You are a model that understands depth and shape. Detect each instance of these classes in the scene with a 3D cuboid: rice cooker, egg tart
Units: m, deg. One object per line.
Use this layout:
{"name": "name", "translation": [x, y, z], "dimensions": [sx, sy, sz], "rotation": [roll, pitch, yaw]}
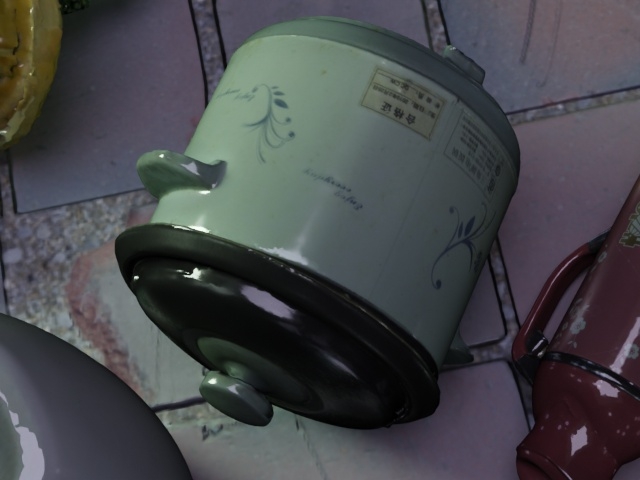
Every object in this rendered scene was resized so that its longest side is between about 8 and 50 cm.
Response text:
{"name": "rice cooker", "translation": [0.000, 0.000, 1.032], "dimensions": [0.317, 0.264, 0.316], "rotation": [3, 85, -35]}
{"name": "egg tart", "translation": [-0.320, -0.212, 1.133], "dimensions": [0.107, 0.291, 0.291], "rotation": [-19, 63, -45]}

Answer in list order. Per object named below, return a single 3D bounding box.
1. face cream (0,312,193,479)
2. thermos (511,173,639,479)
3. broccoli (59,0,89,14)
{"name": "face cream", "translation": [-0.233, 0.171, 0.935], "dimensions": [0.312, 0.357, 0.219], "rotation": [16, 72, 10]}
{"name": "thermos", "translation": [0.236, 0.055, 1.067], "dimensions": [0.136, 0.109, 0.330], "rotation": [27, 75, 13]}
{"name": "broccoli", "translation": [-0.215, -0.317, 1.216], "dimensions": [0.198, 0.226, 0.176], "rotation": [7, 24, -30]}
